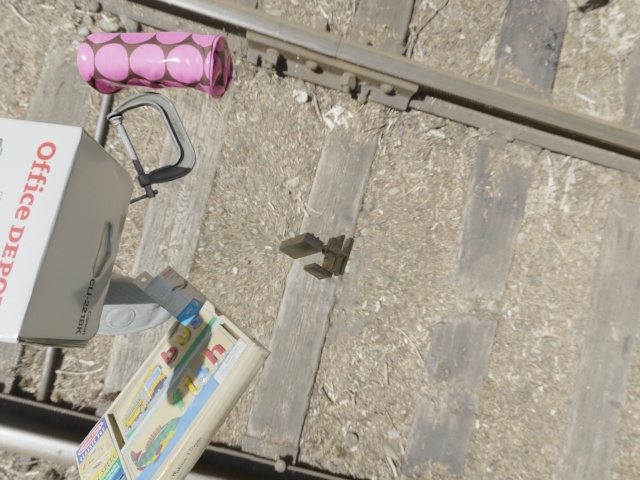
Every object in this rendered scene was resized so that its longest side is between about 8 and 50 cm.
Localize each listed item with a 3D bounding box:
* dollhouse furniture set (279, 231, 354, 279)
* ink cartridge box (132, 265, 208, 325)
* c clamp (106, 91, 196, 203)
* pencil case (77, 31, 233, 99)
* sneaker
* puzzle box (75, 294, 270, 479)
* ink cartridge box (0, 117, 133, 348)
[{"bbox_3d":[0.000,0.000,1.003,0.151,0.144,0.123,34,62,-25],"label":"dollhouse furniture set"},{"bbox_3d":[-0.184,0.062,0.508,0.083,0.048,0.028,43,95,-10],"label":"ink cartridge box"},{"bbox_3d":[-0.261,-0.139,0.607,0.137,0.022,0.161,-19,89,-17],"label":"c clamp"},{"bbox_3d":[-0.230,-0.251,0.595,0.209,0.098,0.095,8,65,11],"label":"pencil case"},{"bbox_3d":[-0.374,0.056,0.625,0.295,0.147,0.105,17,109,-39],"label":"sneaker"},{"bbox_3d":[-0.296,0.318,0.793,0.052,0.272,0.409,45,75,-38],"label":"puzzle box"},{"bbox_3d":[-0.354,-0.013,0.396,0.272,0.114,0.197,7,74,0],"label":"ink cartridge box"}]
